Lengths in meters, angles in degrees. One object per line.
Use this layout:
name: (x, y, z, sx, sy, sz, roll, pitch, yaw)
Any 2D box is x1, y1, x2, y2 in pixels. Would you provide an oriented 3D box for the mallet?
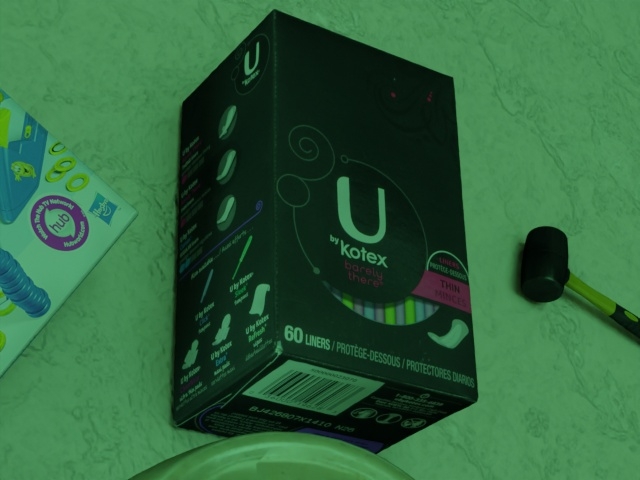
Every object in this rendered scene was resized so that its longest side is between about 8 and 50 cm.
mallet: (0.246, 0.063, 1.227, 0.190, 0.039, 0.062, 38, 47, -18)

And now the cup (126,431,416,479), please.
cup: (-0.030, 0.231, 0.707, 0.331, 0.237, 0.331, 9, 43, -9)

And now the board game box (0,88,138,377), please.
board game box: (-0.310, -0.009, 0.817, 0.302, 0.086, 0.308, 42, 48, -9)

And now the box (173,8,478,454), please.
box: (0.000, 0.000, 1.003, 0.165, 0.143, 0.270, 16, 56, -29)
